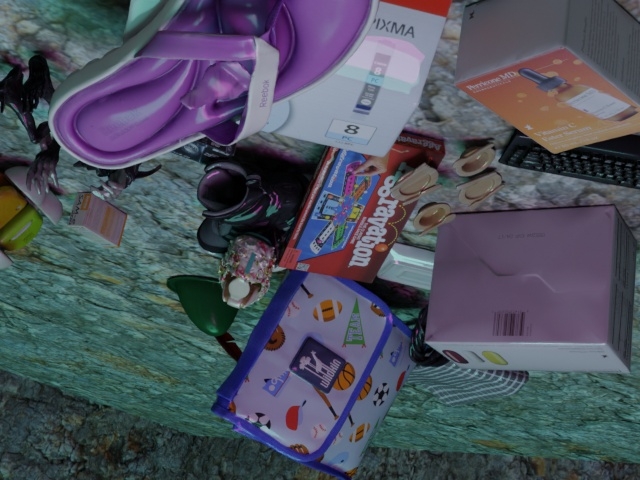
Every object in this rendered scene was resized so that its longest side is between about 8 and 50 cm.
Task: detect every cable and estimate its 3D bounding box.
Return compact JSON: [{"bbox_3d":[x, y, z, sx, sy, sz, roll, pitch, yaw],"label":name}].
[{"bbox_3d":[0.218,0.167,1.833,0.047,0.150,0.184,44,-167,35],"label":"cable"}]

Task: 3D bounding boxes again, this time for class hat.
[{"bbox_3d":[-0.233,0.187,2.031,0.209,0.183,0.173,4,159,15],"label":"hat"}]

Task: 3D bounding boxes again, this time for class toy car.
[{"bbox_3d":[-0.524,-0.054,1.612,0.136,0.159,0.182,41,169,18],"label":"toy car"}]

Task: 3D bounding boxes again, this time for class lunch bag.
[{"bbox_3d":[-0.007,0.234,1.792,0.239,0.327,0.385,23,167,35],"label":"lunch bag"}]

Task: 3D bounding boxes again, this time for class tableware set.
[{"bbox_3d":[0.169,-0.068,1.292,0.141,0.020,0.168,-28,149,5],"label":"tableware set"}]

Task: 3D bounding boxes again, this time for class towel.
[{"bbox_3d":[0.266,0.257,2.075,0.235,0.121,0.284,19,159,-21],"label":"towel"}]

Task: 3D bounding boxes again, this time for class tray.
[{"bbox_3d":[0.214,0.063,1.705,0.271,0.030,0.145,14,161,-10],"label":"tray"}]

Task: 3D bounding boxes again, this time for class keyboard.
[{"bbox_3d":[0.386,-0.100,1.178,0.317,0.033,0.201,9,160,0],"label":"keyboard"}]

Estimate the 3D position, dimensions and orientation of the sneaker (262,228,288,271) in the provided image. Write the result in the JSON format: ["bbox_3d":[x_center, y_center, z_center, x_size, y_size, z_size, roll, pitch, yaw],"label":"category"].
[{"bbox_3d":[0.000,0.000,1.525,0.122,0.110,0.283,19,159,-32],"label":"sneaker"}]

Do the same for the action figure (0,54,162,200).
[{"bbox_3d":[-0.319,-0.119,1.309,0.164,0.140,0.276,-3,153,29],"label":"action figure"}]

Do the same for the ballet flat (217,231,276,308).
[{"bbox_3d":[-0.118,0.057,1.472,0.091,0.077,0.241,19,160,1],"label":"ballet flat"}]

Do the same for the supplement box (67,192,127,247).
[{"bbox_3d":[-0.376,-0.034,1.677,0.036,0.062,0.098,0,157,29],"label":"supplement box"}]

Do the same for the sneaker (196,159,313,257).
[{"bbox_3d":[-0.131,-0.050,1.441,0.153,0.101,0.269,16,155,-40],"label":"sneaker"}]

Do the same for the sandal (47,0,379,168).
[{"bbox_3d":[-0.108,-0.149,0.948,0.416,0.102,0.169,-27,133,38],"label":"sandal"}]

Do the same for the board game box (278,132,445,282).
[{"bbox_3d":[0.048,-0.044,1.337,0.145,0.027,0.281,10,139,-14],"label":"board game box"}]

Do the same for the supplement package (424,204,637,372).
[{"bbox_3d":[0.308,0.075,1.436,0.262,0.204,0.145,-3,157,31],"label":"supplement package"}]

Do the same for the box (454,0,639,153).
[{"bbox_3d":[0.236,-0.170,0.968,0.171,0.091,0.130,25,155,-36],"label":"box"}]

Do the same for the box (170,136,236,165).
[{"bbox_3d":[-0.168,-0.130,1.376,0.083,0.018,0.067,20,158,-26],"label":"box"}]

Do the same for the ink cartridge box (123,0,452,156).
[{"bbox_3d":[-0.032,-0.219,0.968,0.308,0.091,0.385,12,161,-7],"label":"ink cartridge box"}]
